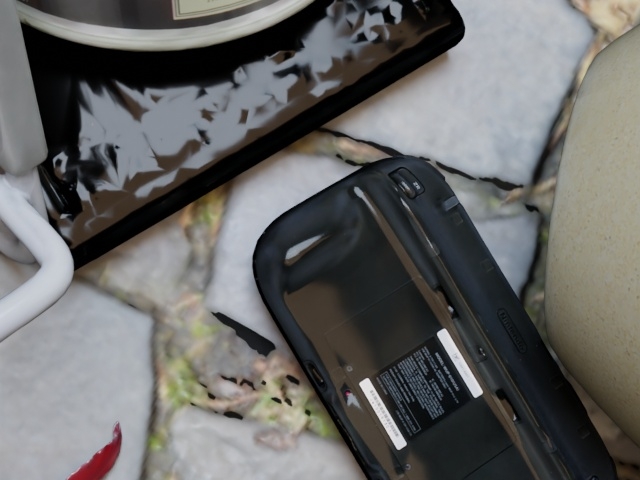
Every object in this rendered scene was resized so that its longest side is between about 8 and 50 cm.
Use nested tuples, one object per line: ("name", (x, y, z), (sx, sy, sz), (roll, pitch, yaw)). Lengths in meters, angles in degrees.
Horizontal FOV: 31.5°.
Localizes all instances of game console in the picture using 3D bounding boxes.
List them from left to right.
("game console", (0.000, 0.000, 0.519), (0.213, 0.044, 0.361), (-31, 89, -9))

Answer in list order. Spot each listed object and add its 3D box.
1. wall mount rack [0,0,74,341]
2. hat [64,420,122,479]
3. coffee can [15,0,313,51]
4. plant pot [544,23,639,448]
("wall mount rack", (-0.212, -0.114, 0.371), (0.130, 0.350, 0.304), (-36, 61, -27))
("hat", (-0.195, 0.203, 0.485), (0.208, 0.183, 0.173), (-24, 80, 32))
("coffee can", (-0.064, -0.227, 0.380), (0.201, 0.275, 0.202), (1, 61, -2))
("plant pot", (0.198, -0.001, 0.457), (0.190, 0.284, 0.284), (9, 84, 22))
